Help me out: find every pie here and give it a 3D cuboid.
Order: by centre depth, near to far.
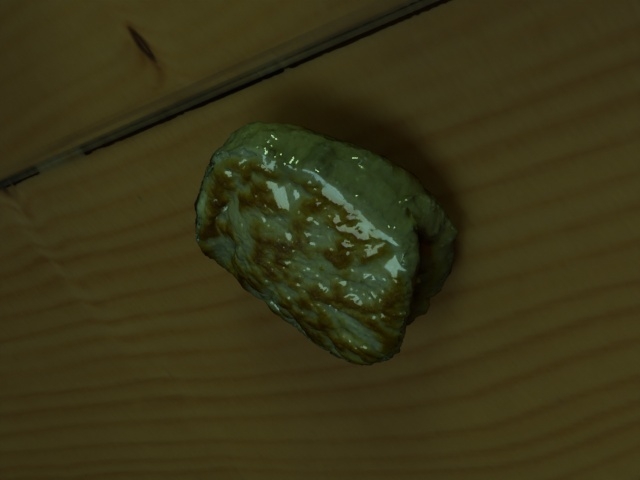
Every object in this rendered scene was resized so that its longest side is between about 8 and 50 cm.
[{"bbox_3d":[0.000,0.000,0.881,0.179,0.084,0.205,31,144,11],"label":"pie"}]
